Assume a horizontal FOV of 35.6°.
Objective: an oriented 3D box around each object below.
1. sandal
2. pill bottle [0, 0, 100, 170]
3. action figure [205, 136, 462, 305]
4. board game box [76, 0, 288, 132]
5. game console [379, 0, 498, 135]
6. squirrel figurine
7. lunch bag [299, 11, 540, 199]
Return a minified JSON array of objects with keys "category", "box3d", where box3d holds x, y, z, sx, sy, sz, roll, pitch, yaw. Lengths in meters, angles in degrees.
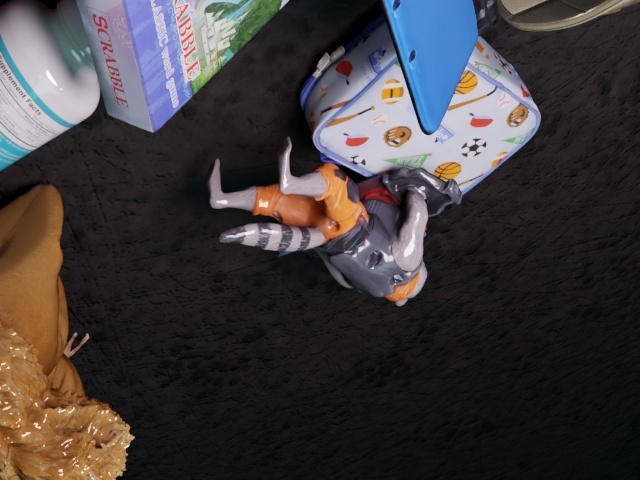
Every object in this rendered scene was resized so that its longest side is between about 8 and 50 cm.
[{"category":"sandal","box3d":[0.366,-0.329,1.252,0.302,0.120,0.086,-21,154,-3]},{"category":"pill bottle","box3d":[-0.343,-0.163,1.076,0.264,0.146,0.146,-30,140,8]},{"category":"action figure","box3d":[0.000,0.000,1.326,0.330,0.179,0.341,28,147,-29]},{"category":"board game box","box3d":[-0.109,-0.318,0.927,0.318,0.065,0.319,-52,154,-32]},{"category":"game console","box3d":[0.068,-0.300,1.005,0.173,0.250,0.293,-37,141,-9]},{"category":"squirrel figurine","box3d":[-0.393,0.188,1.251,0.280,0.397,0.371,-19,132,-11]},{"category":"lunch bag","box3d":[0.125,-0.171,1.313,0.243,0.115,0.303,-39,137,27]}]
